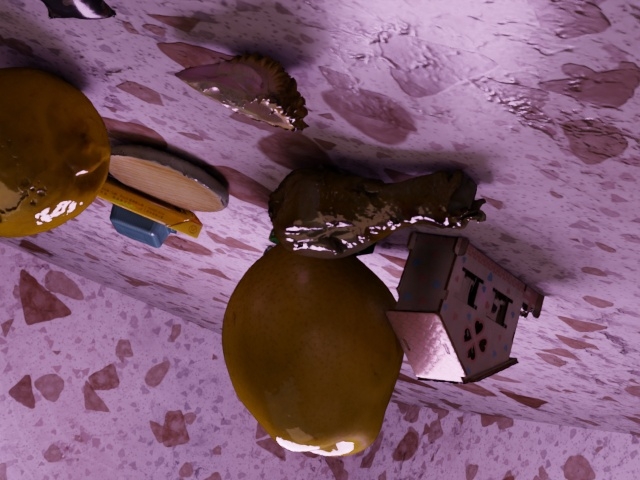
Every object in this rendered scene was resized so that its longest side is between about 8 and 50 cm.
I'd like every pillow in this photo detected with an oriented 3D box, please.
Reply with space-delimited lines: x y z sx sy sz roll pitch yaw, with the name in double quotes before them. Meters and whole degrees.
"pillow" -0.323 -0.320 1.263 0.090 0.048 0.150 18 163 14

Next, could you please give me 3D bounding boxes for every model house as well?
"model house" 0.256 0.154 1.894 0.169 0.244 0.326 -2 156 43

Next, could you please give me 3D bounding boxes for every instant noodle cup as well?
"instant noodle cup" -0.418 -0.043 2.344 0.157 0.070 0.179 20 166 2

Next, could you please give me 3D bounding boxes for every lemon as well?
"lemon" -0.493 -0.145 1.656 0.297 0.297 0.297 17 165 5

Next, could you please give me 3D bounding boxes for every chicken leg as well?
"chicken leg" 0.079 -0.053 1.604 0.429 0.153 0.201 -5 166 40

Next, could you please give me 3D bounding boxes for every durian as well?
"durian" -0.104 -0.212 1.348 0.224 0.078 0.140 23 -179 25

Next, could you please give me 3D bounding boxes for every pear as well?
"pear" -0.012 0.201 1.936 0.362 0.419 0.362 -6 164 -2

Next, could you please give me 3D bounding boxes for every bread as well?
"bread" -0.296 -0.121 1.960 0.266 0.041 0.267 18 165 5

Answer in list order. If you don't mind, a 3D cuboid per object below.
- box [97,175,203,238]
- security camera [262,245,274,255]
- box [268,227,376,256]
"box" -0.382 -0.083 2.119 0.269 0.044 0.152 23 -174 -18
"security camera" -0.081 0.047 2.312 0.092 0.058 0.058 13 170 -31
"box" 0.000 0.000 2.051 0.132 0.034 0.235 24 163 -23
